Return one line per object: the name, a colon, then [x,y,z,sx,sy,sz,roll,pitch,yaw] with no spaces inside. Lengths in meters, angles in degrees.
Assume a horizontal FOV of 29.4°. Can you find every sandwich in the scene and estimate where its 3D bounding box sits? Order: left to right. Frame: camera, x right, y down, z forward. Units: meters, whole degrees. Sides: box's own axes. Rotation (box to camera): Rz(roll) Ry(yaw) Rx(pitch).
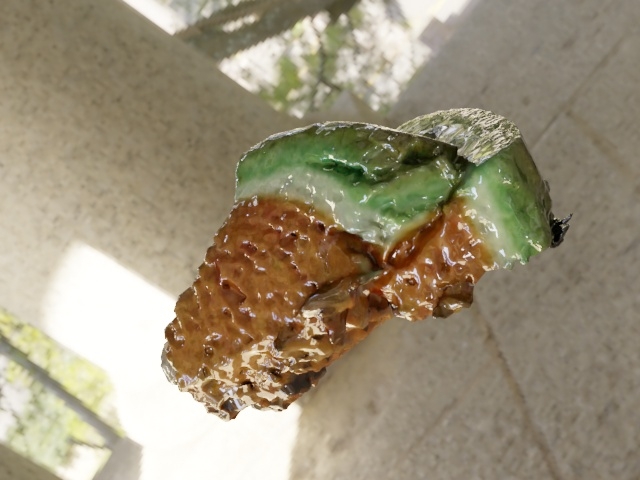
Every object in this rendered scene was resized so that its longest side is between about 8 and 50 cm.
sandwich: [0.000,0.000,0.857,0.301,0.162,0.250,-40,13,5]
